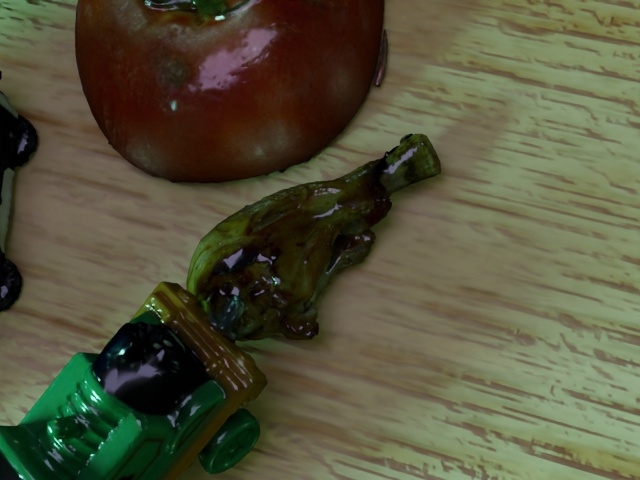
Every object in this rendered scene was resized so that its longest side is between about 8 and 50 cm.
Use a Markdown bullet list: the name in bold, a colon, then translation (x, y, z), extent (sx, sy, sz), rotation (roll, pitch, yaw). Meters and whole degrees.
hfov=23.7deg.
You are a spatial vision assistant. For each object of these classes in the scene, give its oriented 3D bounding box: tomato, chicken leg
- **tomato**: translation (-0.068, -0.150, 0.982), extent (0.225, 0.085, 0.225), rotation (-7, 69, 18)
- **chicken leg**: translation (0.000, 0.000, 0.924), extent (0.178, 0.070, 0.093), rotation (-36, 71, -7)

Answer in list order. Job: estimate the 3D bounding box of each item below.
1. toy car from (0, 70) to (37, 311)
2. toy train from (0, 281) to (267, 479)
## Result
- **toy car**: translation (-0.236, -0.038, 0.996), extent (0.070, 0.080, 0.171), rotation (-3, 72, 16)
- **toy train**: translation (-0.124, 0.119, 0.872), extent (0.091, 0.136, 0.228), rotation (45, 105, 24)
